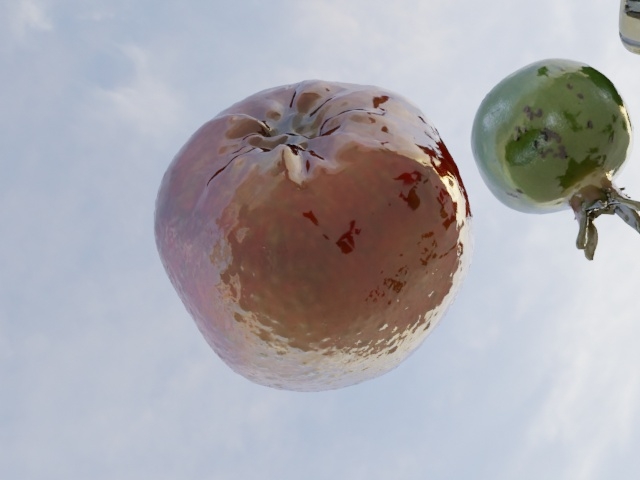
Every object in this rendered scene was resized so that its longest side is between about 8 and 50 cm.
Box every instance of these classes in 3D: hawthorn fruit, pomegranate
[{"bbox_3d":[0.000,0.000,0.991,0.275,0.275,0.299,-37,-28,-10],"label":"hawthorn fruit"},{"bbox_3d":[0.264,-0.087,1.231,0.181,0.224,0.181,-18,-30,-11],"label":"pomegranate"}]

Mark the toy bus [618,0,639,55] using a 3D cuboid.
[{"bbox_3d":[0.449,-0.394,1.303,0.202,0.177,0.365,51,-127,-66],"label":"toy bus"}]
